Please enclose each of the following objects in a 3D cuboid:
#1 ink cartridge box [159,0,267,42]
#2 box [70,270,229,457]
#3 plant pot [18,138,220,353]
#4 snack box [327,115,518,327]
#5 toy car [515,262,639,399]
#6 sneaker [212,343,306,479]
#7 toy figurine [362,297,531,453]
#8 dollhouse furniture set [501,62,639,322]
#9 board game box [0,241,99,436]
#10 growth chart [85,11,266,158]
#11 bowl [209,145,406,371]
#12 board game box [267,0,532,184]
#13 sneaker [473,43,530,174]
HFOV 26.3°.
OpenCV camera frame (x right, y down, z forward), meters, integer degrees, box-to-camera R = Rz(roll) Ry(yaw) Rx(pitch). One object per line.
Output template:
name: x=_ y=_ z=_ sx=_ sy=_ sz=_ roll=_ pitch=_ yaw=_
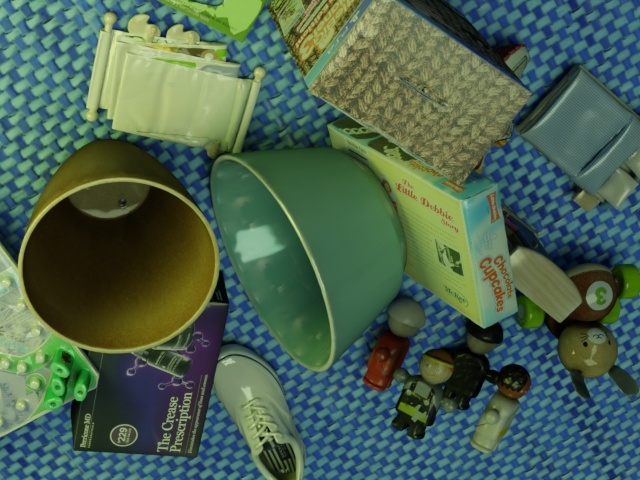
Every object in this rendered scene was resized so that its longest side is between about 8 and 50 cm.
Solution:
ink cartridge box: x=-0.101 y=-0.372 z=1.665 sx=0.188 sy=0.097 sz=0.255 roll=24 pitch=109 yaw=-23
box: x=-0.244 y=0.169 z=1.924 sx=0.184 sy=0.103 sz=0.261 roll=6 pitch=116 yaw=-13
plant pot: x=-0.261 y=-0.026 z=1.724 sx=0.237 sy=0.254 sz=0.237 roll=-6 pitch=120 yaw=-10
snack box: x=0.128 y=-0.035 z=1.770 sx=0.060 sy=0.322 sz=0.187 roll=-26 pitch=122 yaw=-20
toy car: x=0.391 y=0.141 z=1.984 sx=0.155 sy=0.188 sz=0.149 roll=-3 pitch=149 yaw=-17
sneaker: x=-0.082 y=0.263 z=2.014 sx=0.094 sy=0.091 sz=0.258 roll=-29 pitch=120 yaw=3
toy figurine: x=0.186 y=0.190 z=1.971 sx=0.213 sy=0.209 sz=0.148 roll=16 pitch=107 yaw=-21
dollhouse furniture set: x=0.325 y=-0.101 z=1.851 sx=0.286 sy=0.198 sz=0.303 roll=37 pitch=104 yaw=-27
board game box: x=-0.558 y=0.137 z=1.806 sx=0.390 sy=0.050 sz=0.390 roll=-27 pitch=113 yaw=12
growth chart: x=-0.188 y=-0.198 z=1.783 sx=0.237 sy=0.021 sz=0.172 roll=16 pitch=113 yaw=-20
bowl: x=0.000 y=0.000 z=1.799 sx=0.163 sy=0.311 sz=0.312 roll=-26 pitch=122 yaw=-19
board game box: x=0.088 y=-0.234 z=1.670 sx=0.232 sy=0.291 sz=0.141 roll=30 pitch=108 yaw=-26
sneaker: x=0.214 y=-0.173 z=1.807 sx=0.093 sy=0.088 sz=0.225 roll=48 pitch=61 yaw=-26
